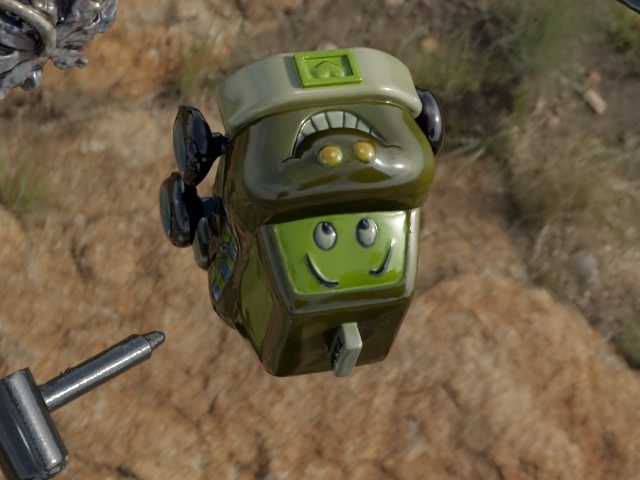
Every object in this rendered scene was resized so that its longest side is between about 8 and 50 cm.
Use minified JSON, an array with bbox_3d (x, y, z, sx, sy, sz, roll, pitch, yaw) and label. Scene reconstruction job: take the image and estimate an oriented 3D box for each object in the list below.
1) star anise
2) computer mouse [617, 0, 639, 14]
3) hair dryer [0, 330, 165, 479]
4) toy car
[{"bbox_3d":[-0.307,-0.221,1.622,0.230,0.262,0.081,-34,71,17],"label":"star anise"},{"bbox_3d":[0.135,-0.201,0.710,0.231,0.126,0.071,49,29,-7],"label":"computer mouse"},{"bbox_3d":[-0.252,0.165,1.663,0.248,0.070,0.114,-28,94,-44],"label":"hair dryer"},{"bbox_3d":[0.000,0.000,1.149,0.204,0.248,0.198,-6,58,-16],"label":"toy car"}]
